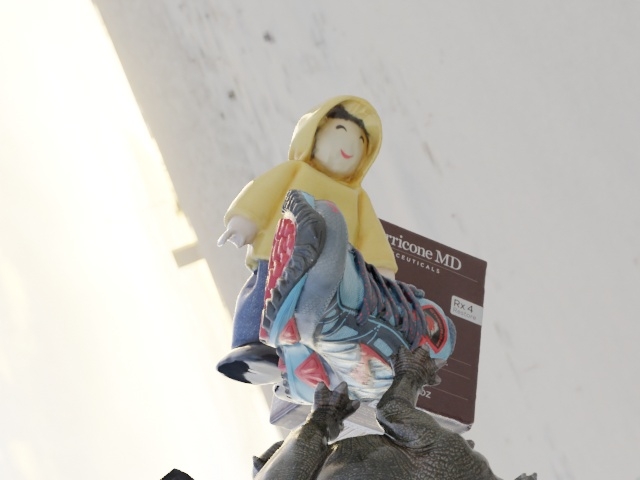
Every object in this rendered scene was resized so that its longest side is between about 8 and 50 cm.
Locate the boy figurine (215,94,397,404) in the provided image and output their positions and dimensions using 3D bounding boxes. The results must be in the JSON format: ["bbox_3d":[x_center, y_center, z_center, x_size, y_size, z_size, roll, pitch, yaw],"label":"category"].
[{"bbox_3d":[0.000,0.000,1.013,0.092,0.177,0.285,-32,37,57],"label":"boy figurine"}]

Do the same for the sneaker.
[{"bbox_3d":[0.032,0.043,0.786,0.262,0.125,0.104,76,-160,-67],"label":"sneaker"}]

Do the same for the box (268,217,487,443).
[{"bbox_3d":[0.064,0.112,1.252,0.167,0.168,0.203,-44,30,53],"label":"box"}]

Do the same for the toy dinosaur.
[{"bbox_3d":[0.011,0.151,0.651,0.160,0.313,0.121,-64,-33,-65],"label":"toy dinosaur"}]

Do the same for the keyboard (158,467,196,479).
[{"bbox_3d":[-0.199,0.310,1.166,0.100,0.192,0.038,37,156,41],"label":"keyboard"}]

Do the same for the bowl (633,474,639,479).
[{"bbox_3d":[0.509,0.350,1.365,0.163,0.311,0.311,89,165,-46],"label":"bowl"}]
